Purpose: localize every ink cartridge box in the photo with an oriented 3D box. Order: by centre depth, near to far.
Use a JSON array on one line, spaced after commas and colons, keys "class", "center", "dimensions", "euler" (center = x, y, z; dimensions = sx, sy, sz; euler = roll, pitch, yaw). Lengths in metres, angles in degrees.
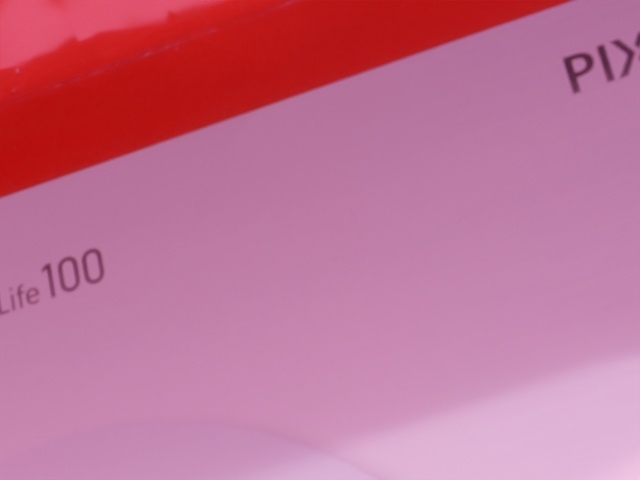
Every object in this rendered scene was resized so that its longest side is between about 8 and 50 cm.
[{"class": "ink cartridge box", "center": [0.000, 0.000, 0.504], "dimensions": [0.308, 0.091, 0.385], "euler": [-18, 103, 12]}]
